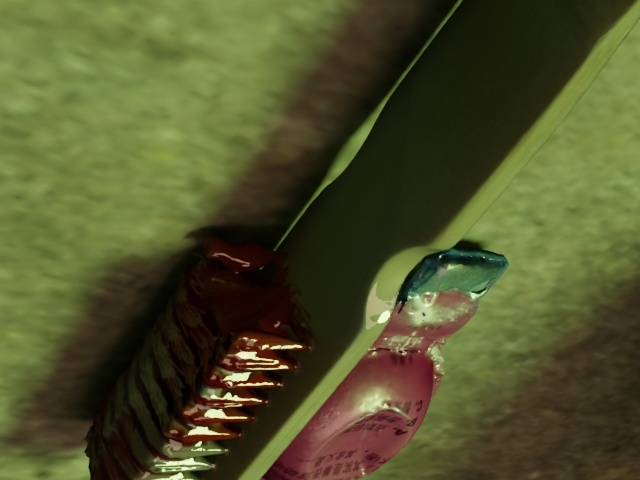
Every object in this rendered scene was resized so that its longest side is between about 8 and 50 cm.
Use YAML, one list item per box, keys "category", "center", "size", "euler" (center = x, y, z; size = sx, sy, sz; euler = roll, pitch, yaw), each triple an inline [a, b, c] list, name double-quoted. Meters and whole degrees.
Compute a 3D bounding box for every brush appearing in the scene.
- category: "brush"
  center: [0.000, 0.000, 0.574]
  size: [0.050, 0.060, 0.321]
  euler: [9, 138, -30]

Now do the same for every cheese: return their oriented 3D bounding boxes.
- category: "cheese"
  center: [0.018, 0.054, 0.698]
  size: [0.095, 0.038, 0.145]
  euler: [6, 133, -45]
